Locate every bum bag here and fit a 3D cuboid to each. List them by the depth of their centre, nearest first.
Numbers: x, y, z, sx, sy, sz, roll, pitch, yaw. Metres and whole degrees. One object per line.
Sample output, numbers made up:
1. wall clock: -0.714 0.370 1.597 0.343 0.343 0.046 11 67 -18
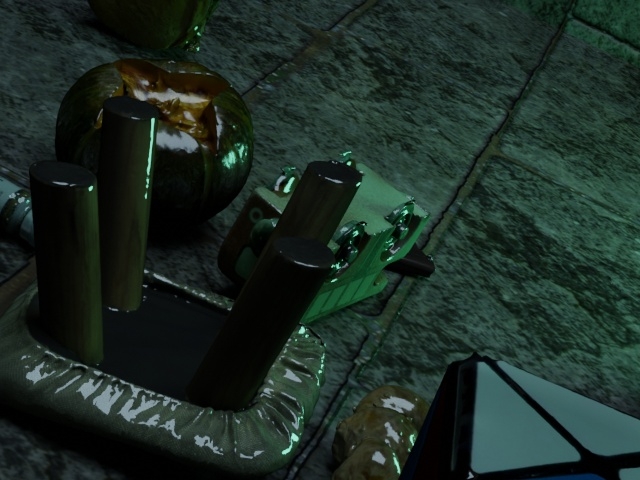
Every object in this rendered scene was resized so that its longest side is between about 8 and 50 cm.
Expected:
1. bum bag: 0.083 -0.008 2.017 0.109 0.026 0.159 14 25 -21

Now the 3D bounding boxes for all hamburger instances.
1. hamburger: -0.238 -0.391 2.278 0.189 0.215 0.122 14 37 8

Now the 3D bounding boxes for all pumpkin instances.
1. pumpkin: -0.193 -0.110 1.802 0.238 0.159 0.238 8 45 -8

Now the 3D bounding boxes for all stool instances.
1. stool: -0.131 0.037 1.441 0.310 0.226 0.310 17 23 3

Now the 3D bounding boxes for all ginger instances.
1. ginger: 0.060 0.203 1.486 0.104 0.080 0.204 35 23 9

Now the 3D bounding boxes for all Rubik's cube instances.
1. Rubik's cube: 0.173 0.275 1.234 0.250 0.248 0.246 23 24 -2

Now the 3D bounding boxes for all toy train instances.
1. toy train: 0.000 0.000 1.762 0.129 0.159 0.326 35 22 17

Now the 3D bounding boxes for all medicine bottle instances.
1. medicine bottle: -0.370 -0.057 1.653 0.191 0.051 0.051 29 24 11
